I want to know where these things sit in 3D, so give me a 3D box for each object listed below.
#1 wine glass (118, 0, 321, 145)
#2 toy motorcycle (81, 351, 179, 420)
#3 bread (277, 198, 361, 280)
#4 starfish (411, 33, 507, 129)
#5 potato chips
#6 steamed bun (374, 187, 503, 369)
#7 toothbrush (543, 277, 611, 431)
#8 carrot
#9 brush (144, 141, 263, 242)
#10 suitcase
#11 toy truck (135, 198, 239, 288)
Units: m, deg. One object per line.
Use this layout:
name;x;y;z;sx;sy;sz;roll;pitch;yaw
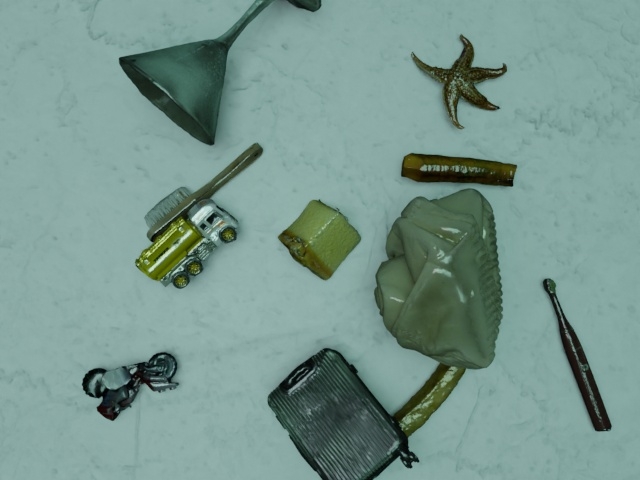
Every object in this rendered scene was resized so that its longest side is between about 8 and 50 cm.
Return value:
wine glass;-0.199;-0.431;1.477;0.267;0.267;0.406;42;84;2
toy motorcycle;-0.416;0.324;1.515;0.213;0.082;0.122;-15;86;0
bread;0.000;0.000;1.546;0.147;0.127;0.152;-46;122;-4
starfish;0.312;-0.368;1.569;0.238;0.057;0.213;23;80;0
potato chips;0.220;0.356;1.530;0.080;0.057;0.407;45;88;-2
steamed bun;0.238;0.088;1.430;0.255;0.342;0.367;-8;94;24
toothbrush;0.576;0.256;1.548;0.041;0.041;0.363;-20;87;-1
carrot;0.314;-0.158;1.554;0.261;0.070;0.070;4;87;-3
brush;-0.270;-0.121;1.552;0.327;0.070;0.065;-40;78;-3
suitcase;0.044;0.396;1.459;0.202;0.128;0.312;-40;70;-2
toy truck;-0.291;0.007;1.506;0.227;0.098;0.114;-44;112;-2
